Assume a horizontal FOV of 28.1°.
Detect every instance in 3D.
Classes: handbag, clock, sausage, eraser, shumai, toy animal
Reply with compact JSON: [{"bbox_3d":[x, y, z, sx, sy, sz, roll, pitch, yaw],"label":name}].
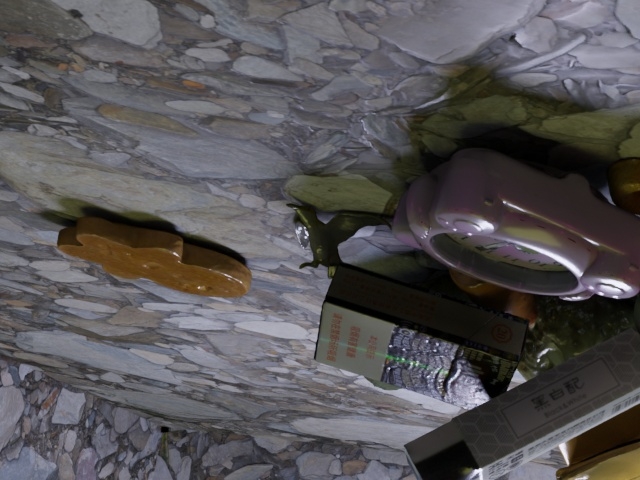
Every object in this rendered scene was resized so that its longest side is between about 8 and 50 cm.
[{"bbox_3d":[0.619,0.344,2.270,0.401,0.133,0.283,-26,143,20],"label":"handbag"},{"bbox_3d":[0.253,-0.012,1.708,0.296,0.113,0.322,23,166,-14],"label":"clock"},{"bbox_3d":[0.272,0.071,2.007,0.109,0.108,0.270,3,156,24],"label":"sausage"},{"bbox_3d":[0.328,0.274,1.974,0.404,0.096,0.098,-25,154,-5],"label":"eraser"},{"bbox_3d":[0.414,0.196,2.160,0.189,0.218,0.256,14,165,-40],"label":"shumai"},{"bbox_3d":[0.000,0.000,1.983,0.219,0.095,0.155,-7,159,42],"label":"toy animal"}]

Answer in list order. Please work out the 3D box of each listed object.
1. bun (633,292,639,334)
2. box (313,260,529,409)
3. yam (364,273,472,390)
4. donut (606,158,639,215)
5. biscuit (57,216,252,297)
[{"bbox_3d":[0.619,0.161,1.973,0.283,0.179,0.283,12,161,4],"label":"bun"},{"bbox_3d":[0.152,0.156,2.001,0.310,0.084,0.198,17,147,5],"label":"box"},{"bbox_3d":[0.182,0.161,2.231,0.168,0.168,0.304,19,154,-25],"label":"yam"},{"bbox_3d":[0.409,-0.066,1.622,0.097,0.043,0.108,4,157,17],"label":"donut"},{"bbox_3d":[-0.291,0.030,2.314,0.355,0.052,0.275,17,162,-21],"label":"biscuit"}]
